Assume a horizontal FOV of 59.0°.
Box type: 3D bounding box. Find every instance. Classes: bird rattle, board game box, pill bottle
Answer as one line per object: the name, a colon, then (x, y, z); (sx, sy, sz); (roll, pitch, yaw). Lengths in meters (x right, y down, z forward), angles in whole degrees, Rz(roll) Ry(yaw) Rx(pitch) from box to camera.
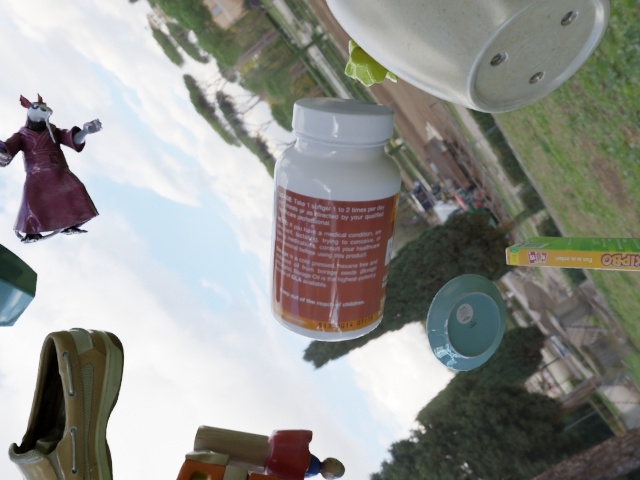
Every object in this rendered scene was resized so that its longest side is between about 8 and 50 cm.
bird rattle: (0.138, -0.449, 1.175); (0.143, 0.207, 0.253); (-147, 57, -63)
board game box: (0.434, 0.018, 0.867); (0.124, 0.259, 0.039); (-14, -81, -49)
pill bottle: (0.014, -0.022, 0.549); (0.121, 0.121, 0.216); (-104, 17, -66)

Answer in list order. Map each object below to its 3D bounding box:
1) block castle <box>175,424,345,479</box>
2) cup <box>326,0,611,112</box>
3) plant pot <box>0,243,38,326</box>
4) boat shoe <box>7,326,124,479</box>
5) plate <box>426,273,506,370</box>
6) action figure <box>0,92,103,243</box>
block castle: (-0.088, 0.446, 0.626); (0.213, 0.303, 0.453); (10, -159, -1)
cup: (0.193, -0.293, 0.663); (0.331, 0.331, 0.237); (38, -155, -58)
plant pot: (-0.795, 0.092, 1.308); (0.234, 0.165, 0.166); (34, -168, -35)
boat shoe: (-0.201, 0.161, 0.424); (0.072, 0.068, 0.190); (26, -118, -64)
plate: (0.286, 0.158, 1.076); (0.188, 0.188, 0.024); (50, 166, -19)
action figure: (-0.686, -0.189, 1.444); (0.276, 0.248, 0.370); (-7, 93, 63)
